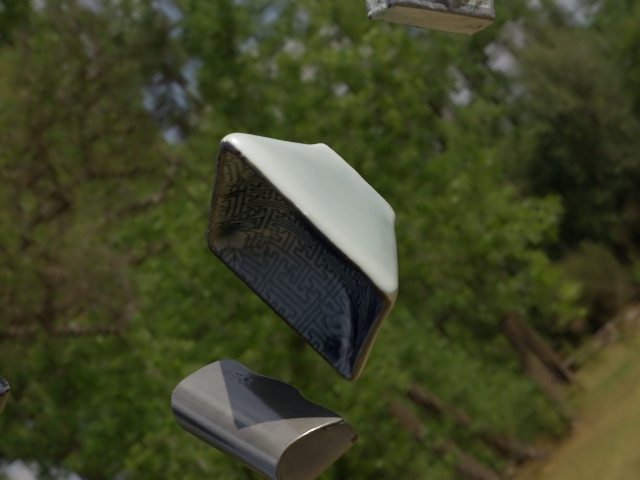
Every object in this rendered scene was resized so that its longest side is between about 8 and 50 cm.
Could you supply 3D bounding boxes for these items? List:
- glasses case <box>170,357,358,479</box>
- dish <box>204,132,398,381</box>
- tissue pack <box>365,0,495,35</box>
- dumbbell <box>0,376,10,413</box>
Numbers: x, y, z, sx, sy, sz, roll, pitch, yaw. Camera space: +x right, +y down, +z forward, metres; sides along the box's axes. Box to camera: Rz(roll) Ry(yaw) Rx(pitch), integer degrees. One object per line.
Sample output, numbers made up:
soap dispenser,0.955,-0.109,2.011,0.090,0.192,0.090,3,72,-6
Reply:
glasses case,-0.049,0.141,1.429,0.072,0.042,0.190,-35,26,-20
dish,0.000,0.000,1.463,0.080,0.182,0.243,-44,-9,-19
tissue pack,0.085,-0.252,1.490,0.112,0.156,0.051,4,-16,-35
dumbbell,-0.392,0.202,1.752,0.143,0.143,0.325,-5,-66,-78
